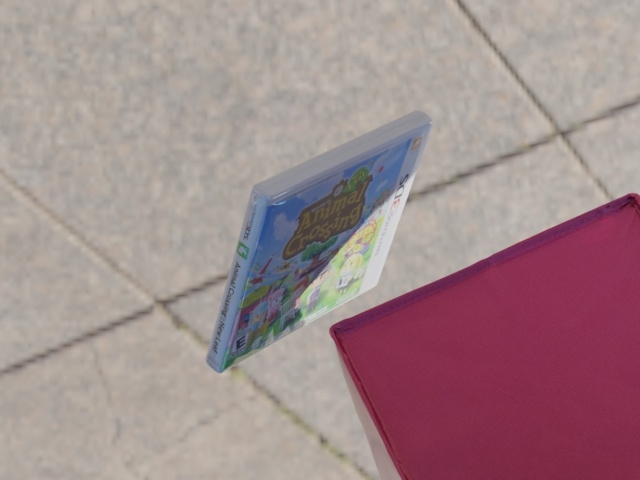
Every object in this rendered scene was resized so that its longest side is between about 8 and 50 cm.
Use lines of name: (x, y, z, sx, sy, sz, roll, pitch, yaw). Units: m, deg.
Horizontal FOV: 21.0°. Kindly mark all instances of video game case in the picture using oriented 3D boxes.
video game case: (0.000, 0.000, 1.459, 0.212, 0.023, 0.193, -27, 145, -43)

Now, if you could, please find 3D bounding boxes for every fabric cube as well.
fabric cube: (0.187, 0.172, 1.265, 0.259, 0.254, 0.258, -23, 140, -4)
